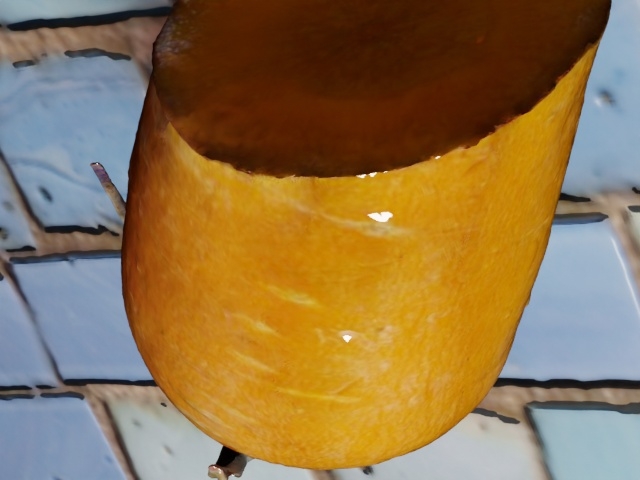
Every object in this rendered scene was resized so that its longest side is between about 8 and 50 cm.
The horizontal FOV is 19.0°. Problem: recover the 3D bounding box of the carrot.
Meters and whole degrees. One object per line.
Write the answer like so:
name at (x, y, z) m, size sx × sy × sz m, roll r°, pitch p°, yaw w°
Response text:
carrot at (0.000, 0.000, 0.887) m, size 0.214 × 0.193 × 0.331 m, roll 1°, pitch 138°, yaw -6°
